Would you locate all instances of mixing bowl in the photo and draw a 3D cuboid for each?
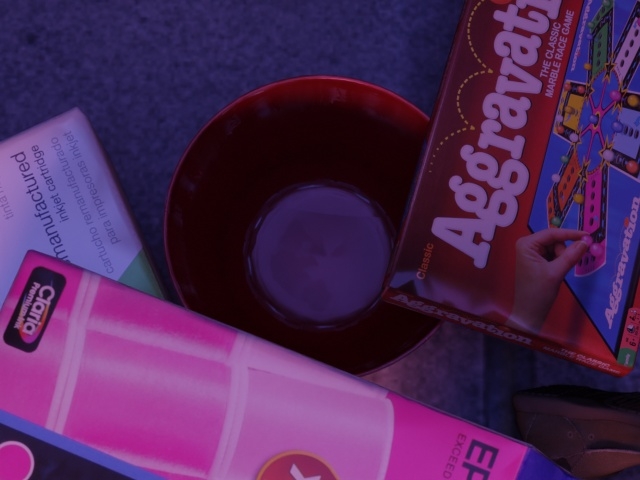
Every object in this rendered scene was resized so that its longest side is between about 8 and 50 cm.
[{"bbox_3d":[0.000,0.000,0.996,0.182,0.098,0.181,0,79,0],"label":"mixing bowl"}]

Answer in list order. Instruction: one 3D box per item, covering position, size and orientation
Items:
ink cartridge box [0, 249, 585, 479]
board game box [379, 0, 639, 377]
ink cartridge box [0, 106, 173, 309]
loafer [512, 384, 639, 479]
[{"bbox_3d":[-0.017,0.152,0.854,0.371,0.069,0.175,21,79,8],"label":"ink cartridge box"},{"bbox_3d":[0.139,-0.074,0.960,0.145,0.027,0.281,18,69,-3],"label":"board game box"},{"bbox_3d":[-0.220,0.074,0.975,0.273,0.115,0.198,-24,79,-4],"label":"ink cartridge box"},{"bbox_3d":[0.174,0.114,0.965,0.056,0.148,0.050,-9,98,-35],"label":"loafer"}]
